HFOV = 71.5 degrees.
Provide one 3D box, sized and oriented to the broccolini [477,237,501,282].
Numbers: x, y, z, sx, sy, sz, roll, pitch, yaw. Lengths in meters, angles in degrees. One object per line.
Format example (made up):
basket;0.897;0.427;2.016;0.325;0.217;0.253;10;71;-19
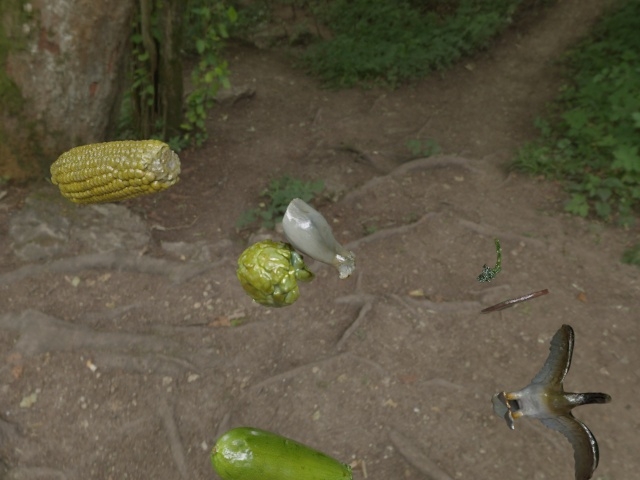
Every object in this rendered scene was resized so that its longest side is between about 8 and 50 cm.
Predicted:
broccolini;0.519;0.062;1.329;0.052;0.054;0.194;27;46;16

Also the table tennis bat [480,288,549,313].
table tennis bat;0.510;0.169;1.203;0.174;0.301;0.022;-19;74;7

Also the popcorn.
popcorn;-0.116;0.087;1.198;0.213;0.197;0.197;-14;53;-21

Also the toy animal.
toy animal;0.373;0.270;0.710;0.160;0.197;0.272;-9;71;7

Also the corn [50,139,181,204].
corn;-0.427;-0.139;0.916;0.347;0.130;0.130;0;30;29

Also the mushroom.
mushroom;0.000;0.000;1.059;0.225;0.093;0.116;43;45;-2

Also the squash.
squash;-0.043;0.279;0.554;0.201;0.066;0.066;26;37;-26
